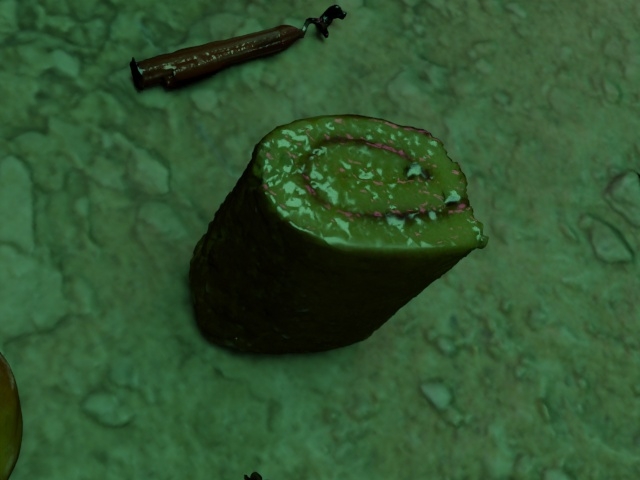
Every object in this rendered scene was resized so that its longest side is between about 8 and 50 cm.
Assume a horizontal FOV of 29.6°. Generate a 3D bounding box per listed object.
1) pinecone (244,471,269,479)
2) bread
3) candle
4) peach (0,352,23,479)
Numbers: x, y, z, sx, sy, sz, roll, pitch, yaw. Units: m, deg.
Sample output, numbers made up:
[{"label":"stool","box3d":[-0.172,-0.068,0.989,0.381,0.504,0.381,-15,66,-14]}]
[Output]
[{"label":"pinecone","box3d":[-0.036,0.176,0.683,0.077,0.077,0.083,44,60,2]},{"label":"bread","box3d":[0.000,0.000,0.715,0.132,0.172,0.103,2,67,-21]},{"label":"candle","box3d":[-0.053,-0.133,0.841,0.167,0.021,0.026,-21,86,-28]},{"label":"peach","box3d":[-0.204,0.098,0.640,0.100,0.101,0.101,8,66,-17]}]
